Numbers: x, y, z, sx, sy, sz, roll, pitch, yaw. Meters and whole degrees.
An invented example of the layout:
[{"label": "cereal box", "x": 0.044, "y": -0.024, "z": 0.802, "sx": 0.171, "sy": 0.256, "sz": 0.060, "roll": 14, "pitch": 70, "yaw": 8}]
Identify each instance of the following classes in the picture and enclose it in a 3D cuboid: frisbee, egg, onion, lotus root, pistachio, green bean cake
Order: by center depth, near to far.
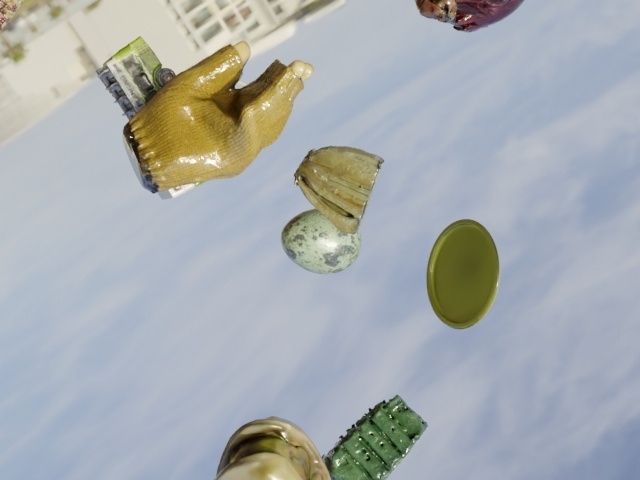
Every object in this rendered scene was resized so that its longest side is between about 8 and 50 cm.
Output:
[{"label": "pistachio", "x": -0.081, "y": 0.401, "z": 1.496, "sx": 0.197, "sy": 0.288, "sz": 0.166, "roll": -9, "pitch": -148, "yaw": 5}, {"label": "onion", "x": 0.274, "y": -0.476, "z": 1.595, "sx": 0.281, "sy": 0.221, "sz": 0.281, "roll": -28, "pitch": -164, "yaw": 9}, {"label": "lotus root", "x": 0.031, "y": -0.105, "z": 1.640, "sx": 0.143, "sy": 0.144, "sz": 0.070, "roll": -62, "pitch": 174, "yaw": 16}, {"label": "green bean cake", "x": 0.082, "y": 0.387, "z": 1.744, "sx": 0.193, "sy": 0.107, "sz": 0.208, "roll": -46, "pitch": 174, "yaw": -23}, {"label": "egg", "x": 0.000, "y": 0.000, "z": 1.866, "sx": 0.172, "sy": 0.132, "sz": 0.132, "roll": 6, "pitch": 177, "yaw": -33}, {"label": "frisbee", "x": 0.301, "y": 0.071, "z": 2.013, "sx": 0.017, "sy": 0.235, "sz": 0.236, "roll": 8, "pitch": 178, "yaw": -31}]

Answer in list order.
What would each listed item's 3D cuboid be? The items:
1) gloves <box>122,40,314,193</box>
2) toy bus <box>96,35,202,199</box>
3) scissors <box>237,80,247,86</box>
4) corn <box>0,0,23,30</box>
[{"label": "gloves", "x": -0.169, "y": -0.212, "z": 1.626, "sx": 0.356, "sy": 0.155, "sz": 0.203, "roll": -30, "pitch": -117, "yaw": 3}, {"label": "toy bus", "x": -0.313, "y": -0.230, "z": 1.831, "sx": 0.139, "sy": 0.301, "sz": 0.113, "roll": -36, "pitch": -167, "yaw": -21}, {"label": "scissors", "x": -0.205, "y": -0.359, "z": 2.125, "sx": 0.014, "sy": 0.119, "sz": 0.058, "roll": -86, "pitch": -164, "yaw": -52}, {"label": "corn", "x": -0.722, "y": -0.527, "z": 2.127, "sx": 0.086, "sy": 0.086, "sz": 0.253, "roll": 6, "pitch": -117, "yaw": 61}]
